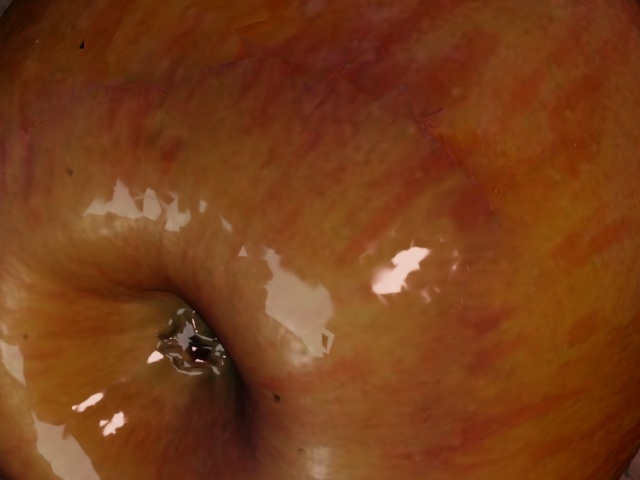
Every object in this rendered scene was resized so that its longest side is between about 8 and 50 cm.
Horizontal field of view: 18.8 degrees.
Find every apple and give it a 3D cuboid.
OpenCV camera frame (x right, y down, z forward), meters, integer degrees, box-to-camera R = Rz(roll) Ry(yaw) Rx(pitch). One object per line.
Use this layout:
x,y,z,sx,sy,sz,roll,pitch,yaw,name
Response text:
0.000,0.000,0.533,0.211,0.188,0.211,13,123,21,apple
